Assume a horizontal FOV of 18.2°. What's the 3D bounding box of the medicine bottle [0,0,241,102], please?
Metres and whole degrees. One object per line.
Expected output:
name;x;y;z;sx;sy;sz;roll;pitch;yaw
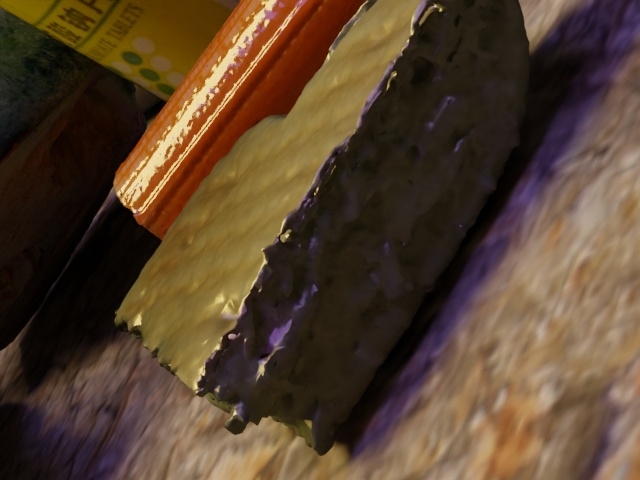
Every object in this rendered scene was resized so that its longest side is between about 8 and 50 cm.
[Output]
medicine bottle;-0.109;-0.169;0.979;0.143;0.258;0.143;-51;18;24

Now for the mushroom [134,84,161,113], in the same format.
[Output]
mushroom;-0.119;-0.115;1.252;0.084;0.071;0.209;-31;6;-30

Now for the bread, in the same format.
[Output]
bread;0.000;0.000;0.718;0.232;0.064;0.172;-46;21;40

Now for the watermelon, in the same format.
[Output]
watermelon;-0.213;-0.065;1.112;0.175;0.188;0.322;-54;-1;-27

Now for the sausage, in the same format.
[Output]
sausage;0.000;-0.095;0.868;0.234;0.071;0.071;-51;18;22
